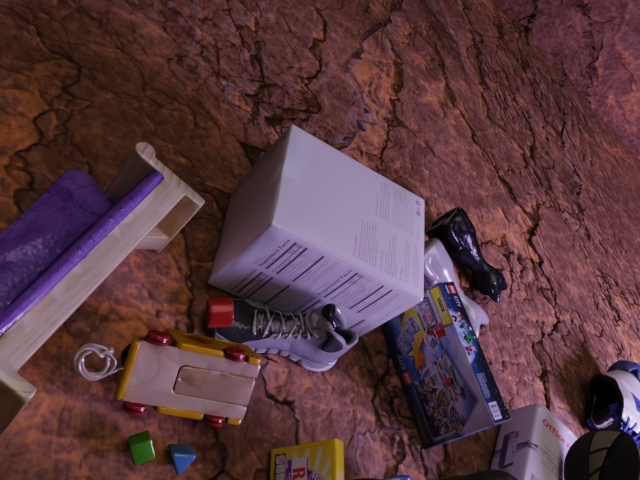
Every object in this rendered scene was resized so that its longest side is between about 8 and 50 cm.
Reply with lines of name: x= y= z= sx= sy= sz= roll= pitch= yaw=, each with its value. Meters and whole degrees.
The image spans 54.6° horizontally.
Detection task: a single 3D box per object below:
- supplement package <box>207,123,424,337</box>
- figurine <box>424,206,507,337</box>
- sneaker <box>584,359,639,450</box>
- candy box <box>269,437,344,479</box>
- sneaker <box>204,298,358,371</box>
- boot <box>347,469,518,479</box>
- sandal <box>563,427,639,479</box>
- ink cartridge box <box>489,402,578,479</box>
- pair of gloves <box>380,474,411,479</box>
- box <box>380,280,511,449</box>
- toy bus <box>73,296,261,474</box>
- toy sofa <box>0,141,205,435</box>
supplement package: x=0.000 y=0.000 z=0.972 sx=0.263 sy=0.198 sz=0.199 roll=27 pitch=48 yaw=-23
figurine: x=0.282 y=0.069 z=1.241 sx=0.209 sy=0.092 sz=0.215 roll=51 pitch=44 yaw=-5
sneaker: x=0.648 y=0.407 z=1.286 sx=0.182 sy=0.127 sz=0.315 roll=2 pitch=54 yaw=-34
candy box: x=-0.019 y=0.360 z=0.778 sx=0.027 sy=0.105 sz=0.205 roll=47 pitch=34 yaw=-47
sneaker: x=-0.043 y=0.116 z=0.904 sx=0.229 sy=0.132 sz=0.086 roll=21 pitch=50 yaw=-27
boot: x=0.113 y=0.373 z=0.828 sx=0.305 sy=0.115 sz=0.112 roll=-7 pitch=66 yaw=1
sandal: x=0.460 y=0.445 z=0.991 sx=0.086 sy=0.120 sz=0.302 roll=57 pitch=36 yaw=-40
ink cartridge box: x=0.378 y=0.418 z=1.068 sx=0.158 sy=0.092 sz=0.218 roll=44 pitch=45 yaw=-8
pair of gloves: x=0.095 y=0.427 z=0.852 sx=0.159 sy=0.023 sz=0.198 roll=5 pitch=58 yaw=-12
box: x=0.195 y=0.205 z=1.017 sx=0.044 sy=0.159 sz=0.233 roll=-1 pitch=63 yaw=-37
toy bus: x=-0.181 y=0.163 z=0.781 sx=0.191 sy=0.104 sz=0.202 roll=-29 pitch=109 yaw=-18
toy sofa: x=-0.316 y=0.027 z=0.734 sx=0.177 sy=0.150 sz=0.362 roll=42 pitch=44 yaw=-10
